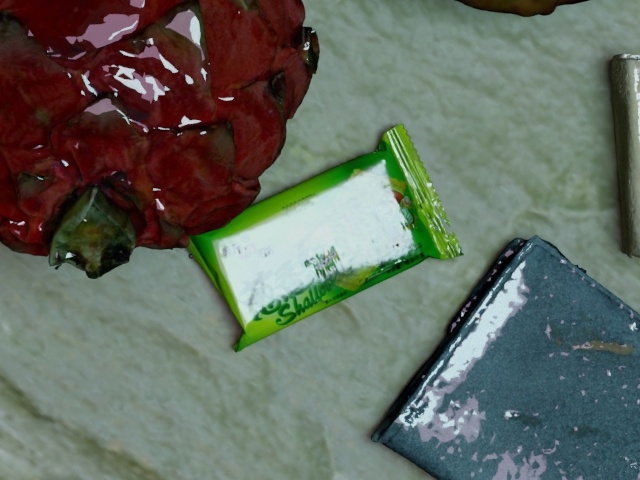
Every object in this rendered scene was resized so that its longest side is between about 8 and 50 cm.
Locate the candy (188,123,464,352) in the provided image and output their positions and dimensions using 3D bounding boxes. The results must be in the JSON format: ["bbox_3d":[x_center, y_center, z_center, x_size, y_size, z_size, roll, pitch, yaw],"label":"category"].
[{"bbox_3d":[0.000,0.000,1.310,0.178,0.032,0.102,-25,96,-7],"label":"candy"}]

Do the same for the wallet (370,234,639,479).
[{"bbox_3d":[0.240,0.175,1.348,0.379,0.046,0.190,37,86,-7],"label":"wallet"}]

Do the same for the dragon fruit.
[{"bbox_3d":[-0.123,-0.113,1.192,0.244,0.244,0.299,47,64,-8],"label":"dragon fruit"}]

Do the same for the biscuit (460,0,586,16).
[{"bbox_3d":[0.183,-0.281,1.224,0.366,0.115,0.268,-34,139,-3],"label":"biscuit"}]

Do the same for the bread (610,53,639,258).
[{"bbox_3d":[0.262,-0.059,1.325,0.105,0.077,0.152,-5,96,-5],"label":"bread"}]
